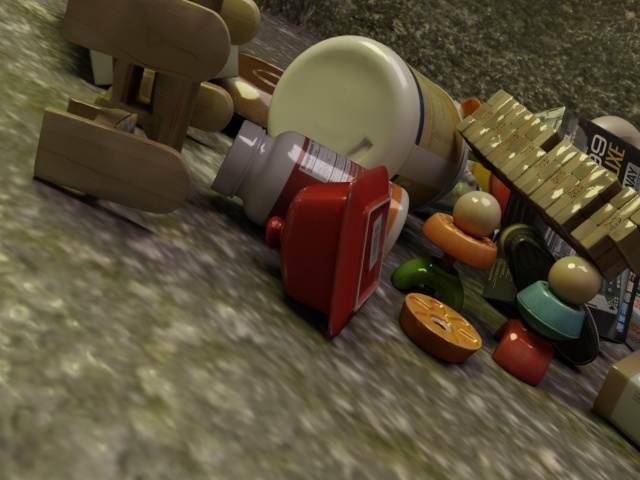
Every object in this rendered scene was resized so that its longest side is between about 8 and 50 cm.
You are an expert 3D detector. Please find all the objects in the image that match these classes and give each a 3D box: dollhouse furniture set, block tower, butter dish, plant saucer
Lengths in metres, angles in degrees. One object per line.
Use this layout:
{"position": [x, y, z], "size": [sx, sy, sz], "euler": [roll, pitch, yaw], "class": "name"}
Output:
{"position": [-0.091, -0.249, 0.744], "size": [0.257, 0.394, 0.362], "euler": [18, 20, -7], "class": "dollhouse furniture set"}
{"position": [0.310, -0.084, 0.903], "size": [0.097, 0.091, 0.335], "euler": [41, 11, -41], "class": "block tower"}
{"position": [0.000, 0.000, 0.693], "size": [0.118, 0.160, 0.160], "euler": [11, 14, 17], "class": "butter dish"}
{"position": [-0.087, -0.263, 1.185], "size": [0.311, 0.050, 0.310], "euler": [24, 22, -11], "class": "plant saucer"}

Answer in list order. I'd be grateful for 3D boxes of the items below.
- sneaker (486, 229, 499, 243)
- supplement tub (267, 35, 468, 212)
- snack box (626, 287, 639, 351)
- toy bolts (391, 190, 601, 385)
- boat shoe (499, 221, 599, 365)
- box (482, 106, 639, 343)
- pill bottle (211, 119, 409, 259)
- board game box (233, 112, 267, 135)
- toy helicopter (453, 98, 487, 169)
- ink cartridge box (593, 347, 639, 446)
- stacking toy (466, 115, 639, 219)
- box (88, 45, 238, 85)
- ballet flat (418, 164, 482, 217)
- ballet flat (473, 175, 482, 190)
{"position": [0.269, 0.001, 1.192], "size": [0.071, 0.068, 0.170], "euler": [21, 7, 20], "class": "sneaker"}
{"position": [0.089, -0.158, 1.026], "size": [0.228, 0.228, 0.316], "euler": [39, 15, 25], "class": "supplement tub"}
{"position": [0.627, 0.169, 1.266], "size": [0.187, 0.060, 0.322], "euler": [22, 21, -22], "class": "snack box"}
{"position": [0.217, 0.057, 0.802], "size": [0.229, 0.158, 0.218], "euler": [31, 19, 1], "class": "toy bolts"}
{"position": [0.309, 0.083, 0.910], "size": [0.223, 0.080, 0.073], "euler": [60, 22, -8], "class": "boat shoe"}
{"position": [0.403, -0.019, 1.051], "size": [0.243, 0.307, 0.076], "euler": [22, -9, -25], "class": "box"}
{"position": [-0.014, -0.054, 0.802], "size": [0.216, 0.121, 0.121], "euler": [26, 20, -10], "class": "pill bottle"}
{"position": [-0.100, -0.240, 1.251], "size": [0.141, 0.048, 0.170], "euler": [36, 20, 14], "class": "board game box"}
{"position": [0.236, -0.193, 1.243], "size": [0.235, 0.140, 0.355], "euler": [-28, 37, -34], "class": "toy helicopter"}
{"position": [0.480, 0.207, 0.777], "size": [0.193, 0.088, 0.235], "euler": [-21, 43, -26], "class": "ink cartridge box"}
{"position": [0.493, -0.149, 1.618], "size": [0.351, 0.350, 0.480], "euler": [15, 7, -37], "class": "stacking toy"}
{"position": [-0.271, -0.388, 1.076], "size": [0.215, 0.168, 0.345], "euler": [-7, 33, -16], "class": "box"}
{"position": [0.222, -0.150, 1.387], "size": [0.147, 0.147, 0.409], "euler": [26, 19, -12], "class": "ballet flat"}
{"position": [0.310, -0.139, 1.550], "size": [0.077, 0.077, 0.231], "euler": [21, 21, -24], "class": "ballet flat"}
